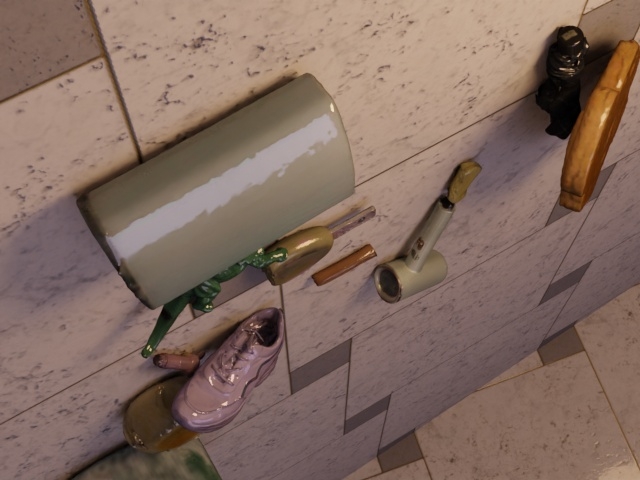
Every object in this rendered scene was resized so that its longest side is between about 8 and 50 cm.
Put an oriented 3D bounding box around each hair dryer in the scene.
[{"bbox_3d":[0.187,0.004,1.638,0.131,0.073,0.236,-19,145,-35],"label":"hair dryer"}]

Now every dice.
[{"bbox_3d":[-0.303,0.583,1.756,0.330,0.348,0.328,-28,159,-11],"label":"dice"}]

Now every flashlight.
[{"bbox_3d":[-0.227,0.192,1.479,0.110,0.031,0.052,20,99,-59],"label":"flashlight"}]

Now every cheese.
[{"bbox_3d":[0.000,0.000,1.388,0.192,0.037,0.097,-30,159,-10],"label":"cheese"},{"bbox_3d":[0.233,-0.097,1.516,0.044,0.030,0.083,-16,146,-24],"label":"cheese"}]

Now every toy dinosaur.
[{"bbox_3d":[-0.139,0.043,1.239,0.120,0.079,0.292,0,138,-45],"label":"toy dinosaur"}]

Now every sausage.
[{"bbox_3d":[0.039,0.042,1.542,0.116,0.026,0.026,-28,157,-12],"label":"sausage"}]

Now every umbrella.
[{"bbox_3d":[0.354,-0.232,1.369,0.071,0.080,0.224,0,156,10],"label":"umbrella"}]

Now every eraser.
[{"bbox_3d":[-0.107,-0.049,1.052,0.290,0.104,0.189,-30,145,-9],"label":"eraser"}]

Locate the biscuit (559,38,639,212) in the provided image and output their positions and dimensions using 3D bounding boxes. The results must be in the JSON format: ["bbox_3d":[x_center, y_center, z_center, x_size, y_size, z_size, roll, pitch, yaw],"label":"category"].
[{"bbox_3d":[0.428,-0.180,1.435,0.376,0.051,0.269,-29,138,-63],"label":"biscuit"}]

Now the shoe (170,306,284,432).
[{"bbox_3d":[-0.140,0.203,1.497,0.245,0.095,0.138,-40,158,-44],"label":"shoe"}]

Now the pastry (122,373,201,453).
[{"bbox_3d":[-0.254,0.297,1.579,0.166,0.088,0.166,-27,157,-12],"label":"pastry"}]
